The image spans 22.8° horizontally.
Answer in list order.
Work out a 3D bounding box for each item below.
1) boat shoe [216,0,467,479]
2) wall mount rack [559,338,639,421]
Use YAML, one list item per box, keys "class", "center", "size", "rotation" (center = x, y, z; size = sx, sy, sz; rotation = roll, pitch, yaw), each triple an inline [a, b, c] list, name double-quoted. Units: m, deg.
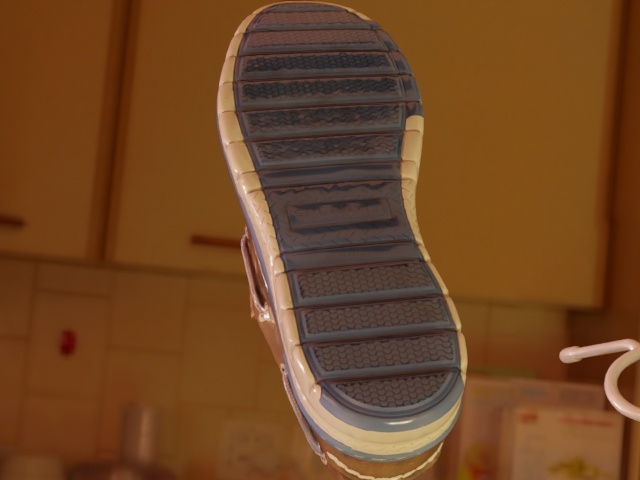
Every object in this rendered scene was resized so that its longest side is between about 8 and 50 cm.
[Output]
- class: "boat shoe"
  center: [0.000, 0.000, 0.504]
  size: [0.066, 0.183, 0.066]
  rotation: [0, -41, -8]
- class: "wall mount rack"
  center: [0.432, 0.118, 1.725]
  size: [0.350, 0.130, 0.304]
  rotation: [-24, 39, -18]
